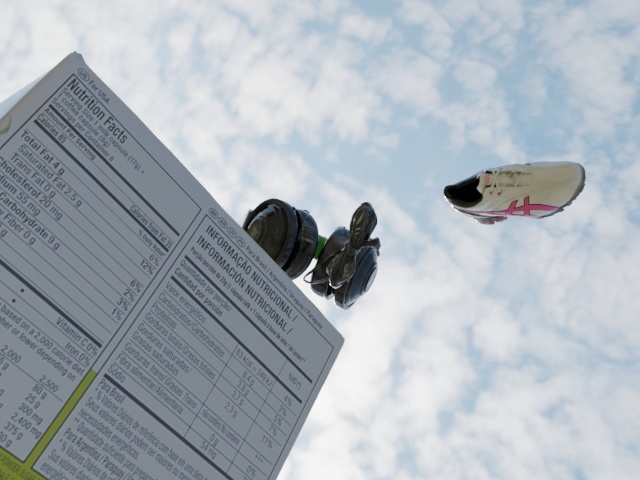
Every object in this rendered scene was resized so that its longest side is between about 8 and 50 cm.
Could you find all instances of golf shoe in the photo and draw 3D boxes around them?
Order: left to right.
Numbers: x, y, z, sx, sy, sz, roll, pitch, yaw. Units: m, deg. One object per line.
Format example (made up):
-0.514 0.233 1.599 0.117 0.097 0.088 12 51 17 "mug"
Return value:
0.242 -0.062 0.943 0.186 0.086 0.067 -16 -116 48 "golf shoe"

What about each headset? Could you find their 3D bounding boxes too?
0.000 0.000 1.224 0.394 0.244 0.185 -135 -112 -76 "headset"

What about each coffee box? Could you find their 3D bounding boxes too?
-0.251 0.114 0.614 0.338 0.334 0.338 -11 -50 45 "coffee box"
